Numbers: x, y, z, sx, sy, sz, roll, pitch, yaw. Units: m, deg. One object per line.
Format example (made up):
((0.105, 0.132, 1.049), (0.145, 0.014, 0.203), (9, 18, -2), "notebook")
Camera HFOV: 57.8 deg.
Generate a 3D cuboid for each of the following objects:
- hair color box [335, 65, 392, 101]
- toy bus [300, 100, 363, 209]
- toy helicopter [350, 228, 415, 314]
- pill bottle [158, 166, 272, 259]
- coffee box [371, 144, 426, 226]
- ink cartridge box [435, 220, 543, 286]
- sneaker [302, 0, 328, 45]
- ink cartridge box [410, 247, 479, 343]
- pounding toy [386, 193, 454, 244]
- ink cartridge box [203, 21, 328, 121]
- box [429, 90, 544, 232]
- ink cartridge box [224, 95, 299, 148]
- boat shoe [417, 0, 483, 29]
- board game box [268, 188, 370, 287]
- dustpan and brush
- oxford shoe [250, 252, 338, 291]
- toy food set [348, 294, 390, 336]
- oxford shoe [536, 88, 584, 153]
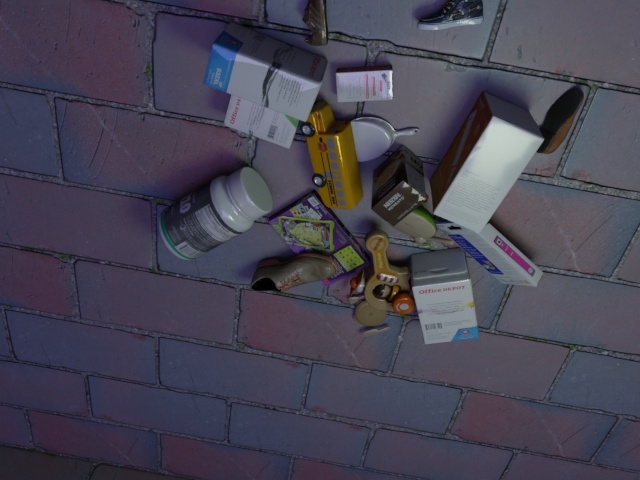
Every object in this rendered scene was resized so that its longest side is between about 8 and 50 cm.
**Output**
((0.133, -0.470, 1.740), (0.167, 0.053, 0.093), (0, 123, 8), "hair color box")
((0.039, -0.267, 1.831), (0.130, 0.108, 0.333), (7, 128, 29), "toy bus")
((0.201, 0.110, 2.052), (0.235, 0.140, 0.355), (-7, 127, 9), "toy helicopter")
((-0.353, -0.093, 1.962), (0.361, 0.204, 0.204), (-27, 117, 22), "pill bottle")
((0.242, -0.175, 1.807), (0.098, 0.246, 0.141), (37, 120, -18), "coffee box")
((0.565, 0.027, 1.955), (0.371, 0.176, 0.069), (36, 76, -19), "ink cartridge box")
((-0.019, -0.643, 1.634), (0.071, 0.066, 0.188), (0, 123, 8), "sneaker")
((0.441, 0.196, 2.062), (0.198, 0.197, 0.270), (-9, 122, 13), "ink cartridge box")
((0.329, -0.086, 1.934), (0.237, 0.110, 0.183), (35, 159, -32), "pounding toy")
((-0.149, -0.485, 1.661), (0.307, 0.223, 0.129), (19, 124, -6), "ink cartridge box")
((0.489, -0.236, 1.755), (0.168, 0.215, 0.345), (22, 123, -7), "box")
((-0.169, -0.404, 1.797), (0.219, 0.092, 0.160), (20, 123, -6), "ink cartridge box")
((0.357, -0.636, 1.599), (0.183, 0.065, 0.083), (-7, 121, 4), "boat shoe")
((0.000, 0.000, 2.077), (0.208, 0.056, 0.347), (-31, 115, 20), "board game box")
((0.206, -0.329, 1.832), (0.211, 0.060, 0.147), (-1, 125, 16), "dustpan and brush")
((-0.097, 0.135, 2.084), (0.348, 0.130, 0.123), (-11, 124, 32), "oxford shoe")
((0.191, 0.277, 2.250), (0.132, 0.038, 0.192), (-17, 115, 9), "toy food set")
((0.728, -0.357, 1.747), (0.076, 0.076, 0.212), (4, 128, -33), "oxford shoe")
